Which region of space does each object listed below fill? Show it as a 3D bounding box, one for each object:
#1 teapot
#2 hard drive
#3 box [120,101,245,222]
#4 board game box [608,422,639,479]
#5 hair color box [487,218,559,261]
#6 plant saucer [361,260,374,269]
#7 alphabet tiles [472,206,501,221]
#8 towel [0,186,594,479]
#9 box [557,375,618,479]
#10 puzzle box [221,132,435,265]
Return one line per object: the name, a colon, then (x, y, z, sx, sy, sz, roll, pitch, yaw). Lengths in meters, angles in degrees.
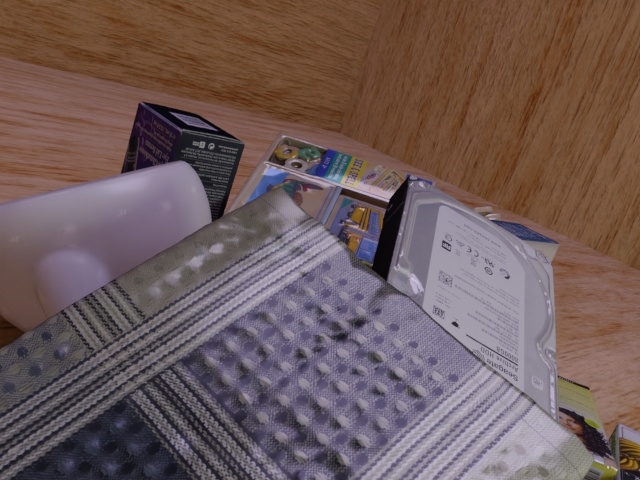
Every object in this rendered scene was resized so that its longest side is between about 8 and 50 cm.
teapot: (-0.217, 0.032, 0.719, 0.253, 0.187, 0.256, -4, 14, 42)
hard drive: (0.167, 0.086, 0.828, 0.237, 0.064, 0.339, 31, 41, -9)
box: (-0.219, -0.080, 1.052, 0.108, 0.207, 0.153, 7, 18, -40)
board game box: (0.466, 0.322, 0.773, 0.305, 0.053, 0.193, 24, 15, 17)
hair color box: (0.273, 0.051, 1.270, 0.347, 0.173, 0.105, 5, 22, -45)
plant saucer: (0.070, 0.136, 0.792, 0.188, 0.045, 0.188, 41, 39, 3)
alphabet tiles: (0.204, -0.015, 1.391, 0.284, 0.021, 0.278, -5, -12, -18)
towel: (-0.043, 0.133, 0.431, 0.324, 0.056, 0.312, -34, 60, -28)
box: (0.298, 0.232, 0.876, 0.087, 0.058, 0.232, 21, 14, 7)
puzzle box: (0.000, 0.000, 1.005, 0.272, 0.052, 0.409, 19, 40, 5)
